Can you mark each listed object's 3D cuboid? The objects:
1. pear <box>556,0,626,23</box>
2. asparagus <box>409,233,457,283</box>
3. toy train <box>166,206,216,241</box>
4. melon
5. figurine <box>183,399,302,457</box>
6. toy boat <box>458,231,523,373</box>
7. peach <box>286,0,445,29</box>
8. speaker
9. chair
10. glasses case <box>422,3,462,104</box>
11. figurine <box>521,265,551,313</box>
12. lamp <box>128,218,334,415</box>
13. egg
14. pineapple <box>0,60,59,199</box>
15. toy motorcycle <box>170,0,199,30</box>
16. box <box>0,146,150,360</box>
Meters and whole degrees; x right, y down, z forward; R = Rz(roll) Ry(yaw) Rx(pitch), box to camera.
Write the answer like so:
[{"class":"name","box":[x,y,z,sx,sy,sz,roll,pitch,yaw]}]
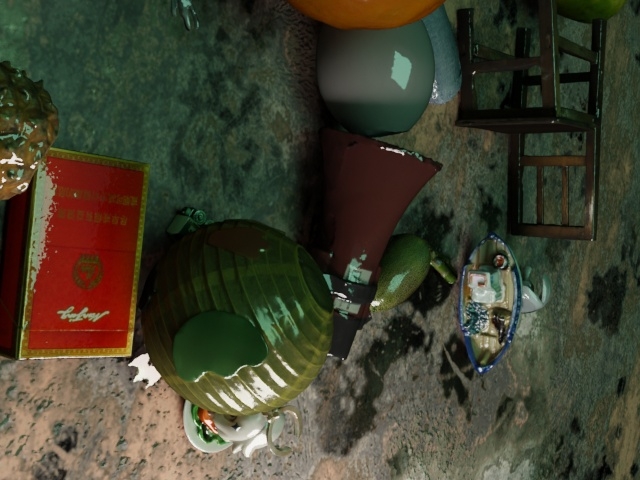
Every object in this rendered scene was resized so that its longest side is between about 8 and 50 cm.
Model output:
[{"class":"pear","box":[0.502,-0.539,1.694,0.269,0.212,0.212,48,61,-31]},{"class":"asparagus","box":[0.197,0.030,1.562,0.165,0.030,0.036,36,79,-43]},{"class":"toy train","box":[-0.163,-0.008,1.176,0.083,0.033,0.053,48,66,-39]},{"class":"melon","box":[0.116,0.053,1.430,0.162,0.099,0.099,-44,124,-32]},{"class":"figurine","box":[-0.093,0.241,1.189,0.132,0.154,0.132,-8,101,-46]},{"class":"toy boat","box":[0.308,0.117,1.623,0.115,0.114,0.261,-25,116,-56]},{"class":"peach","box":[0.053,-0.434,1.087,0.302,0.343,0.342,2,93,-55]},{"class":"speaker","box":[0.021,-0.004,1.273,0.259,0.198,0.329,26,83,-58]},{"class":"chair","box":[0.388,-0.209,1.620,0.241,0.203,0.415,-1,94,-51]},{"class":"glasses case","box":[0.171,-0.361,1.464,0.109,0.067,0.282,-51,126,-41]},{"class":"figurine","box":[0.429,0.107,1.796,0.094,0.082,0.086,89,20,-45]},{"class":"lamp","box":[-0.123,0.107,1.102,0.250,0.284,0.250,53,17,-24]},{"class":"egg","box":[0.078,-0.269,1.298,0.176,0.176,0.231,-14,93,-45]},{"class":"pineapple","box":[-0.406,-0.164,0.838,0.310,0.141,0.170,32,76,-36]},{"class":"toy motorcycle","box":[-0.187,-0.444,1.029,0.207,0.134,0.400,-11,101,-45]},{"class":"box","box":[-0.288,0.016,1.023,0.153,0.074,0.239,6,89,-51]}]
